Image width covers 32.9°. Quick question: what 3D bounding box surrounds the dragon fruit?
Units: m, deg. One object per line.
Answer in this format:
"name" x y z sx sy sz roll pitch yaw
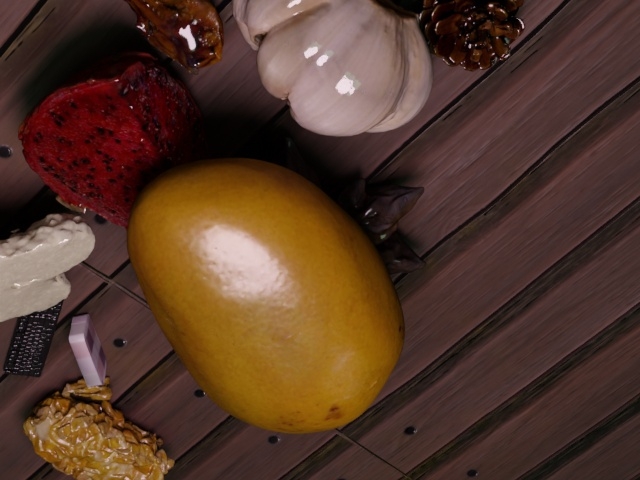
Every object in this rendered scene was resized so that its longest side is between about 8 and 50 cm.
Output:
"dragon fruit" -0.269 -0.142 1.416 0.205 0.152 0.317 -1 142 17

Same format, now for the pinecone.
"pinecone" 0.197 -0.280 1.371 0.140 0.121 0.140 -8 128 -11

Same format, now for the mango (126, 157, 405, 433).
"mango" -0.069 0.070 1.394 0.300 0.232 0.446 -28 124 16

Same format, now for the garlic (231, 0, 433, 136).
"garlic" 0.005 -0.228 1.350 0.281 0.185 0.203 30 133 -24

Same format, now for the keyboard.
"keyboard" -0.438 0.136 1.660 0.060 0.018 0.196 13 123 -18

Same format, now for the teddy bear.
"teddy bear" -0.551 -0.064 1.441 0.375 0.362 0.327 -17 159 -38

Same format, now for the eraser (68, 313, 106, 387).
"eraser" -0.357 0.169 1.662 0.026 0.065 0.105 -12 126 1

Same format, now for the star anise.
"star anise" 0.007 -0.014 1.545 0.315 0.108 0.315 1 129 2

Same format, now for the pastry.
"pastry" -0.359 0.319 1.743 0.154 0.102 0.250 -37 120 18

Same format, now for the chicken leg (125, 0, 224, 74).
"chicken leg" -0.231 -0.320 1.307 0.304 0.113 0.093 39 91 -25
